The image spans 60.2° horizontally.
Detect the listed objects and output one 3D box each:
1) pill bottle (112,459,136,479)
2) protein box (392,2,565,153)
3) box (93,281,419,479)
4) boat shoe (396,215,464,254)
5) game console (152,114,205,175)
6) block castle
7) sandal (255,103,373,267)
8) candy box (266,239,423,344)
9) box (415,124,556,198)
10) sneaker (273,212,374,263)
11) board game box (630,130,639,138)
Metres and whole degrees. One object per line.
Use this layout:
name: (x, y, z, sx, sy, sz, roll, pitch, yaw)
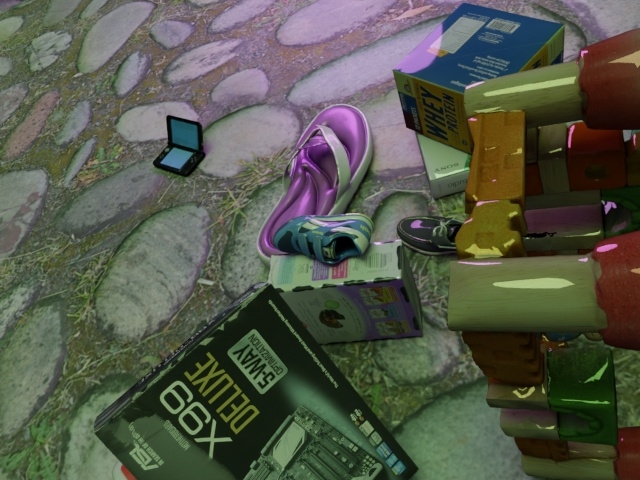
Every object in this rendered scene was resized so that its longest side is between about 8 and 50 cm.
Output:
pill bottle: (-0.125, 0.251, 0.758, 0.161, 0.161, 0.283, 29, 69, 36)
protein box: (0.271, -0.275, 0.948, 0.200, 0.136, 0.201, 33, 71, 36)
box: (-0.067, 0.240, 0.653, 0.242, 0.307, 0.076, -40, 10, -18)
boat shoe: (0.215, -0.015, 0.890, 0.206, 0.065, 0.075, 14, 61, 30)
game console: (-0.328, -0.217, 1.260, 0.122, 0.071, 0.107, 19, 63, 33)
block castle: (0.291, 0.055, 0.559, 0.213, 0.453, 0.303, -5, 51, 27)
sandal: (-0.007, -0.131, 1.044, 0.170, 0.102, 0.416, 3, 55, 23)
candy box: (0.040, 0.083, 0.819, 0.196, 0.164, 0.070, -7, 51, 16)
box: (0.290, -0.238, 1.037, 0.232, 0.058, 0.321, -15, 52, 11)
sneaker: (0.000, 0.000, 0.756, 0.144, 0.053, 0.059, -8, 43, 18)
board game box: (0.637, -0.217, 0.826, 0.275, 0.142, 0.144, 14, 60, 30)
